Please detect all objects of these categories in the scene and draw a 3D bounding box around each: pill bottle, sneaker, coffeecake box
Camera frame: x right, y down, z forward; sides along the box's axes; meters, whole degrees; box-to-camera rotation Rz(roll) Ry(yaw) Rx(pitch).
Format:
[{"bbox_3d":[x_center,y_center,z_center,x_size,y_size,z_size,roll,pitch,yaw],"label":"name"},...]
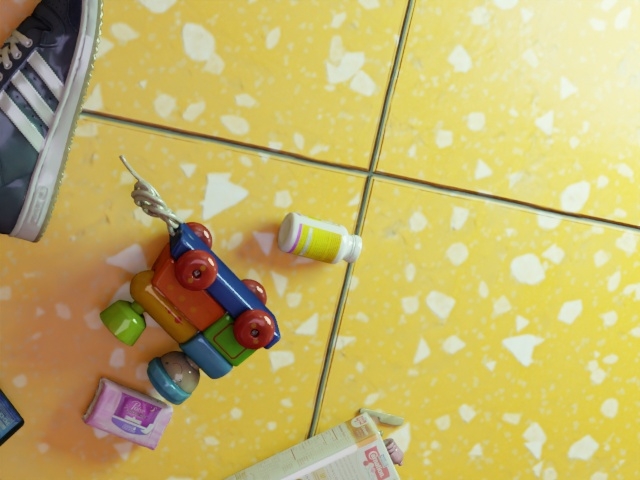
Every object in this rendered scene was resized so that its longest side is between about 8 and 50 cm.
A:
[{"bbox_3d":[0.000,0.000,1.495,0.083,0.043,0.043,15,95,-20],"label":"pill bottle"},{"bbox_3d":[-0.306,-0.146,1.338,0.153,0.099,0.282,13,99,-22],"label":"sneaker"},{"bbox_3d":[0.000,0.293,1.523,0.185,0.068,0.142,-25,106,-4],"label":"coffeecake box"}]

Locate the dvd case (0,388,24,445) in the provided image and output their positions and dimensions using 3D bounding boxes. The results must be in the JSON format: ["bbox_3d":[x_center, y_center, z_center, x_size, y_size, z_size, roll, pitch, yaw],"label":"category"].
[{"bbox_3d":[-0.426,0.196,1.352,0.253,0.022,0.180,-43,123,-22],"label":"dvd case"}]

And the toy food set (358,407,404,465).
[{"bbox_3d":[0.054,0.251,1.571,0.077,0.019,0.122,16,95,-20],"label":"toy food set"}]

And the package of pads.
[{"bbox_3d":[-0.200,0.179,1.468,0.083,0.032,0.050,25,93,-21],"label":"package of pads"}]

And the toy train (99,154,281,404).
[{"bbox_3d":[-0.168,0.045,1.426,0.143,0.105,0.248,-41,110,7],"label":"toy train"}]
